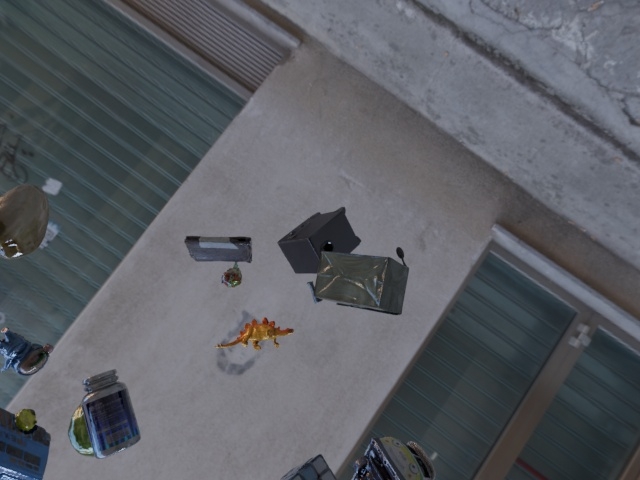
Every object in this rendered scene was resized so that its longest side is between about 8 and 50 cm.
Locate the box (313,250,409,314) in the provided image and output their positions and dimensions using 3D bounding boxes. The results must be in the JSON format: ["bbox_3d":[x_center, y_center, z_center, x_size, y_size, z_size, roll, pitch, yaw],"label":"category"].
[{"bbox_3d":[0.121,0.127,1.225,0.231,0.155,0.149,6,168,36],"label":"box"}]

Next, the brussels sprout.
[{"bbox_3d":[-0.864,0.702,1.618,0.210,0.271,0.219,-5,140,4],"label":"brussels sprout"}]

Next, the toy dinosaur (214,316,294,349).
[{"bbox_3d":[-0.235,0.336,1.478,0.117,0.288,0.070,-90,-14,-53],"label":"toy dinosaur"}]

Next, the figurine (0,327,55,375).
[{"bbox_3d":[-0.910,0.350,1.253,0.144,0.114,0.178,0,133,20],"label":"figurine"}]

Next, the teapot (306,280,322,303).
[{"bbox_3d":[-0.031,0.248,1.975,0.110,0.043,0.043,64,175,4],"label":"teapot"}]

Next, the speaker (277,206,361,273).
[{"bbox_3d":[0.000,0.000,1.711,0.232,0.254,0.184,-6,118,51],"label":"speaker"}]

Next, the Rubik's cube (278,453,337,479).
[{"bbox_3d":[-0.075,0.982,1.419,0.293,0.292,0.287,51,135,17],"label":"Rubik's cube"}]

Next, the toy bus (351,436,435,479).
[{"bbox_3d":[0.171,0.660,1.056,0.179,0.305,0.143,7,-157,-30],"label":"toy bus"}]

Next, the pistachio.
[{"bbox_3d":[-0.765,-0.049,1.037,0.129,0.206,0.131,-27,133,32],"label":"pistachio"}]

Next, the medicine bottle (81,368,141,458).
[{"bbox_3d":[-0.528,0.428,1.019,0.107,0.107,0.191,77,172,-80],"label":"medicine bottle"}]

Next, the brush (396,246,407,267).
[{"bbox_3d":[0.265,0.060,1.322,0.008,0.024,0.083,128,124,-78],"label":"brush"}]

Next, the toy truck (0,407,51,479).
[{"bbox_3d":[-0.811,0.459,0.935,0.162,0.161,0.385,-122,9,-46],"label":"toy truck"}]

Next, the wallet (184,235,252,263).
[{"bbox_3d":[-0.353,0.026,1.454,0.221,0.071,0.262,3,166,-7],"label":"wallet"}]

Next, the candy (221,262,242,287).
[{"bbox_3d":[-0.377,0.114,1.789,0.084,0.078,0.287,-2,-154,-4],"label":"candy"}]
